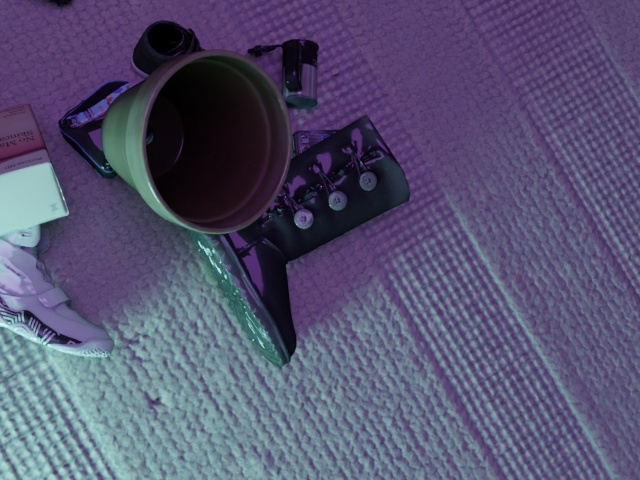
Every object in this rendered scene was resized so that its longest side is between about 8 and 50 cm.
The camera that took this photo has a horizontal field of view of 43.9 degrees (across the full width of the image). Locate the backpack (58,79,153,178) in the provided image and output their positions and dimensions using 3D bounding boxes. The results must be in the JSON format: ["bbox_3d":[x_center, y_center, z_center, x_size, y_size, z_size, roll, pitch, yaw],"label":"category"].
[{"bbox_3d":[-0.423,-0.232,1.619,0.158,0.117,0.173,43,75,-3],"label":"backpack"}]

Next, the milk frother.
[{"bbox_3d":[-0.083,-0.368,1.745,0.143,0.129,0.135,-5,78,29],"label":"milk frother"}]

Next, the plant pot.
[{"bbox_3d":[-0.260,-0.189,1.484,0.323,0.280,0.324,-10,105,-40],"label":"plant pot"}]

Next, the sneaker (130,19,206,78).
[{"bbox_3d":[-0.250,-0.370,1.668,0.295,0.147,0.105,14,76,-12],"label":"sneaker"}]

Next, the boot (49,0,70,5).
[{"bbox_3d":[-0.554,-0.555,1.647,0.099,0.045,0.121,13,104,-41],"label":"boot"}]

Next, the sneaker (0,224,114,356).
[{"bbox_3d":[-0.542,0.078,1.527,0.365,0.137,0.210,25,79,-5],"label":"sneaker"}]

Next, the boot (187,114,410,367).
[{"bbox_3d":[-0.001,-0.002,1.652,0.445,0.146,0.367,-34,110,-22],"label":"boot"}]

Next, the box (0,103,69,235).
[{"bbox_3d":[-0.585,-0.137,1.498,0.148,0.127,0.232,-20,43,-17],"label":"box"}]

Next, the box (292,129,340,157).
[{"bbox_3d":[0.038,-0.151,1.753,0.190,0.045,0.184,-2,80,-13],"label":"box"}]
